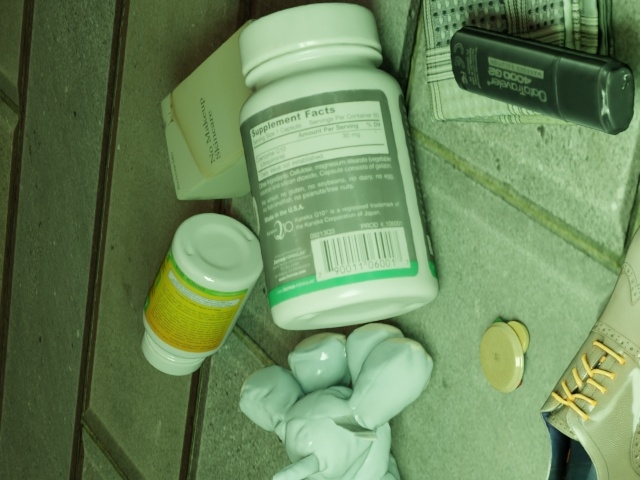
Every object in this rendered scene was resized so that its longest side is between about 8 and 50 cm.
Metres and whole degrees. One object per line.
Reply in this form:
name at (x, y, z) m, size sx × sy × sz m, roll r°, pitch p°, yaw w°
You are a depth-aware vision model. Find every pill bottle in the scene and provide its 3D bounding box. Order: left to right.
pill bottle at (-0.182, 0.087, 2.432) m, size 0.136 × 0.136 × 0.246 m, roll 65°, pitch 145°, yaw 32°
pill bottle at (0.013, -0.087, 1.994) m, size 0.204 × 0.204 × 0.361 m, roll -28°, pitch 68°, yaw 59°

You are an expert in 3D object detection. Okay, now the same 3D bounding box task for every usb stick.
usb stick at (0.221, -0.166, 1.689) m, size 0.278 × 0.045 × 0.077 m, roll 26°, pitch 129°, yaw 57°

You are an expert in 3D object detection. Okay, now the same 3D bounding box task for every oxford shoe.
oxford shoe at (0.292, 0.140, 1.594) m, size 0.130 × 0.132 × 0.364 m, roll 35°, pitch 123°, yaw 55°

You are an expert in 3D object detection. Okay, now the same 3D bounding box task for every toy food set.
toy food set at (0.205, 0.129, 1.864) m, size 0.082 × 0.020 × 0.083 m, roll 2°, pitch 96°, yaw 61°

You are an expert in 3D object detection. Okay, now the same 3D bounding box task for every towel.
towel at (0.199, -0.278, 1.789) m, size 0.324 × 0.056 × 0.312 m, roll 5°, pitch 98°, yaw 60°

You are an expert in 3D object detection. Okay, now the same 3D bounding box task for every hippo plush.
hippo plush at (0.059, 0.258, 2.014) m, size 0.237 × 0.234 × 0.294 m, roll 64°, pitch 176°, yaw -25°

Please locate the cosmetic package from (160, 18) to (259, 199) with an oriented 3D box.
cosmetic package at (-0.102, -0.175, 2.284) m, size 0.309 × 0.113 × 0.160 m, roll -32°, pitch 66°, yaw 57°
